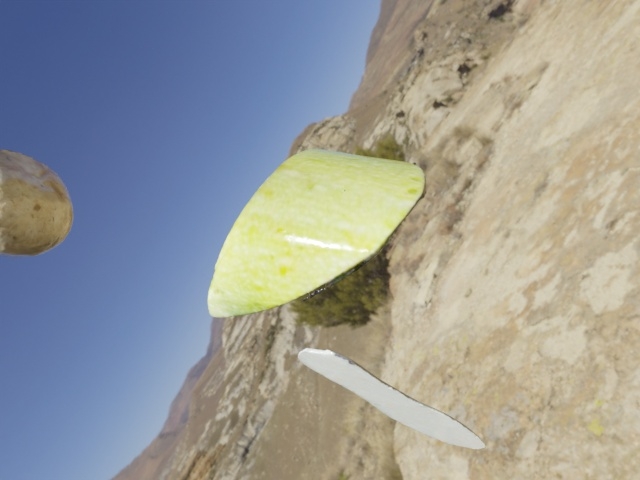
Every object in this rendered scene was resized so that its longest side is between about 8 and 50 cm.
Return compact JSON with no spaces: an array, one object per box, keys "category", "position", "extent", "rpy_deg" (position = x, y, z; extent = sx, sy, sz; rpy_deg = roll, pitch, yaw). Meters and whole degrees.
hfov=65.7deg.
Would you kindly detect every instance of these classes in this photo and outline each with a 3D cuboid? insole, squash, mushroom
[{"category":"insole","position":[0.061,0.133,0.405],"extent":[0.065,0.197,0.004],"rpy_deg":[-26,36,50]},{"category":"squash","position":[0.000,0.000,0.519],"extent":[0.237,0.155,0.204],"rpy_deg":[-53,-15,-20]},{"category":"mushroom","position":[-0.616,-0.046,0.981],"extent":[0.195,0.189,0.254],"rpy_deg":[-40,-22,12]}]
